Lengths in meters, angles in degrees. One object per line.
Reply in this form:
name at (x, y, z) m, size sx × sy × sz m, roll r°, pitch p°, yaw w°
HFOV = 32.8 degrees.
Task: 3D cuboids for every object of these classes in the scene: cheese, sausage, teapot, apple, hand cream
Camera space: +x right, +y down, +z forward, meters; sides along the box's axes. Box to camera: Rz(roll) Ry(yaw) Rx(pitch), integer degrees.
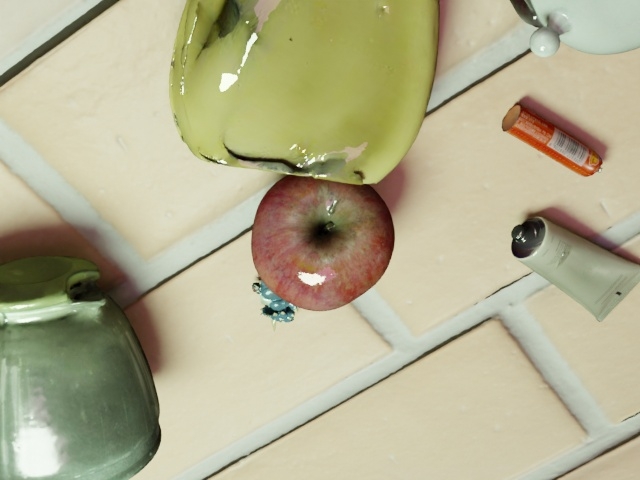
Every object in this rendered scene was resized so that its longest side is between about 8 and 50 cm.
cheese at (-0.006, -0.208, 1.038) m, size 0.260 × 0.128 × 0.315 m, roll 1°, pitch 125°, yaw -18°
sausage at (0.256, -0.104, 1.174) m, size 0.130 × 0.034 × 0.034 m, roll 26°, pitch 117°, yaw -20°
teapot at (-0.329, 0.127, 1.206) m, size 0.240 × 0.322 × 0.239 m, roll -18°, pitch 113°, yaw -41°
apple at (0.000, 0.000, 1.154) m, size 0.154 × 0.153 × 0.120 m, roll -3°, pitch 165°, yaw -3°
hand cream at (0.291, 0.028, 1.255) m, size 0.186 × 0.054 × 0.087 m, roll 28°, pitch 112°, yaw -28°

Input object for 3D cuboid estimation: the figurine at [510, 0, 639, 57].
figurine at (0.321, -0.304, 0.978) m, size 0.370 × 0.167 × 0.281 m, roll -37°, pitch 123°, yaw 8°

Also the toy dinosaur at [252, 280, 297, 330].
toy dinosaur at (-0.053, 0.064, 1.258) m, size 0.047 × 0.030 × 0.083 m, roll -11°, pitch 123°, yaw 0°
